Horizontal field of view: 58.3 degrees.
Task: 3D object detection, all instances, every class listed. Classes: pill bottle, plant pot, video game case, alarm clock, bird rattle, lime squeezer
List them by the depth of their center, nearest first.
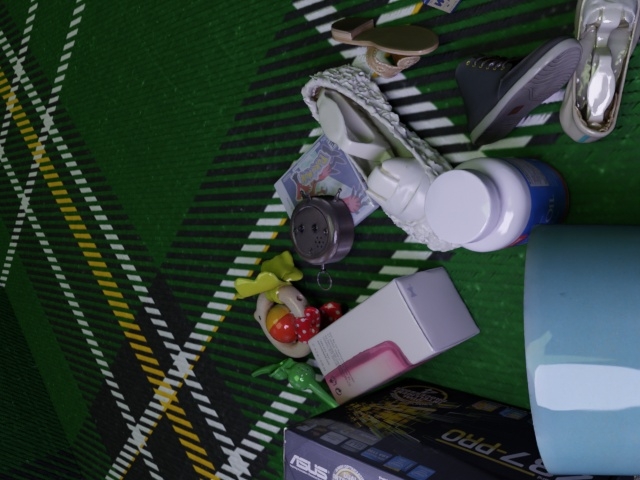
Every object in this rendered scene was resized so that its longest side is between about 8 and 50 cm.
[{"bbox_3d":[0.374,0.118,0.636,0.234,0.293,0.293,-4,92,29],"label":"plant pot"},{"bbox_3d":[0.236,-0.049,0.772,0.124,0.221,0.125,7,101,43],"label":"pill bottle"},{"bbox_3d":[0.000,0.000,1.082,0.129,0.064,0.192,0,99,44],"label":"alarm clock"},{"bbox_3d":[0.004,-0.089,1.120,0.201,0.023,0.184,-40,69,38],"label":"video game case"},{"bbox_3d":[-0.052,0.152,1.167,0.253,0.143,0.207,40,138,13],"label":"bird rattle"},{"bbox_3d":[-0.053,0.287,1.200,0.310,0.110,0.059,11,58,41],"label":"lime squeezer"}]

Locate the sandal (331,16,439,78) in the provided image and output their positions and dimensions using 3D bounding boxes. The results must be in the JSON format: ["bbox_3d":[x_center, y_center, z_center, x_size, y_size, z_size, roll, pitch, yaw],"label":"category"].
[{"bbox_3d":[0.111,-0.317,0.973,0.240,0.088,0.079,34,149,43],"label":"sandal"}]

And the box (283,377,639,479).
[{"bbox_3d":[0.193,0.310,0.795,0.394,0.318,0.097,6,99,43],"label":"box"}]

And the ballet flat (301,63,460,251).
[{"bbox_3d":[0.096,-0.135,0.955,0.409,0.146,0.147,54,127,23],"label":"ballet flat"}]

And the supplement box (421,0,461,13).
[{"bbox_3d":[0.173,-0.403,0.879,0.083,0.083,0.056,56,128,23],"label":"supplement box"}]

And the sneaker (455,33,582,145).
[{"bbox_3d":[0.253,-0.233,0.789,0.222,0.083,0.118,130,125,-63],"label":"sneaker"}]

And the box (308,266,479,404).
[{"bbox_3d":[0.118,0.161,0.961,0.232,0.148,0.127,-41,68,39],"label":"box"}]

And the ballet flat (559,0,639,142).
[{"bbox_3d":[0.360,-0.248,0.723,0.086,0.086,0.249,15,108,41],"label":"ballet flat"}]
